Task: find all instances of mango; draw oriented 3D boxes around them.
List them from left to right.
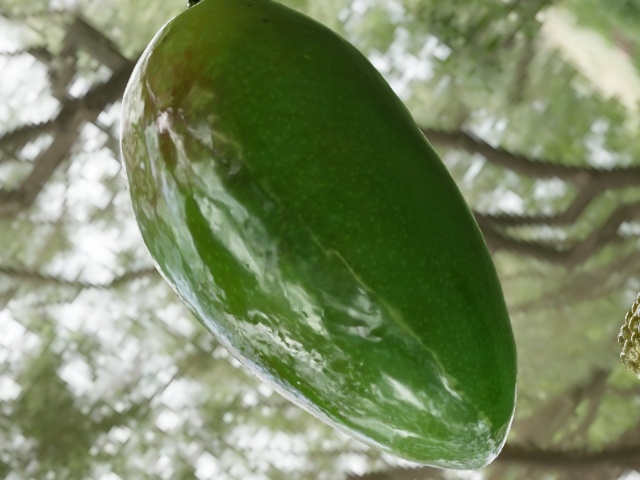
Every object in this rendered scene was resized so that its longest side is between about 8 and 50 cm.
[{"bbox_3d":[0.000,0.000,1.230,0.201,0.225,0.382,-22,-112,-42],"label":"mango"}]

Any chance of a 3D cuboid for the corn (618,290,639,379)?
[{"bbox_3d":[0.274,-0.008,1.071,0.093,0.244,0.093,29,-153,-16],"label":"corn"}]
